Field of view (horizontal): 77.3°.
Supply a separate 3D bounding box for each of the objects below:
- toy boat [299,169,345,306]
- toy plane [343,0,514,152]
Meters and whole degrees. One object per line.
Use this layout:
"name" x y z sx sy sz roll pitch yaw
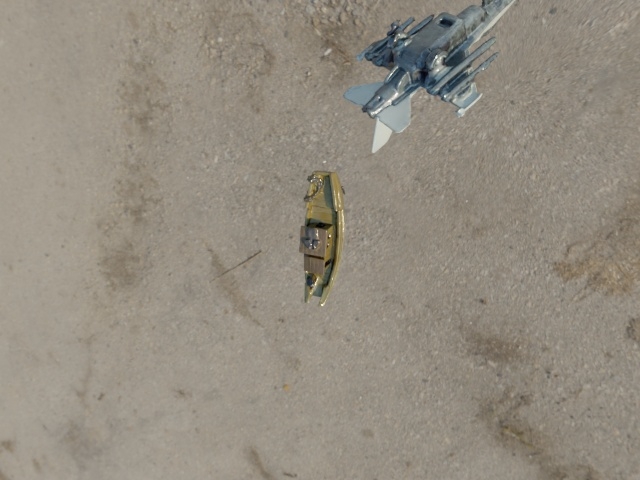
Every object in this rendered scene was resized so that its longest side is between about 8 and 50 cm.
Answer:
"toy boat" 0.000 0.000 0.594 0.064 0.072 0.206 9 108 20
"toy plane" 0.118 -0.195 0.403 0.234 0.082 0.160 -48 54 7
